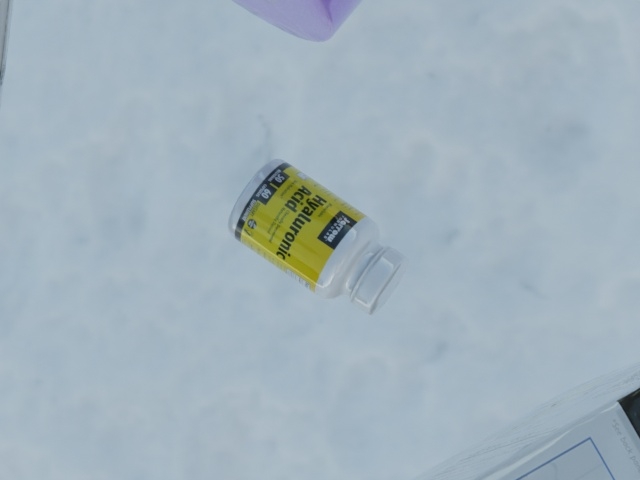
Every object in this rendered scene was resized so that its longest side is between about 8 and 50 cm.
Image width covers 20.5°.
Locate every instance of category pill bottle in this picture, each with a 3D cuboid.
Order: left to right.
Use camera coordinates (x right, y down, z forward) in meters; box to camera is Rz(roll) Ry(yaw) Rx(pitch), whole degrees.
[{"bbox_3d":[0.000,0.000,1.207,0.116,0.065,0.065,34,109,12],"label":"pill bottle"}]

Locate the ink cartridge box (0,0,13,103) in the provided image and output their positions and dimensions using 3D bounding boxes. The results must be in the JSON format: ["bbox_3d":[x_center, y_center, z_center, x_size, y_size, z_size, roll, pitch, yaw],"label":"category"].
[{"bbox_3d":[-0.344,-0.190,1.336,0.129,0.223,0.307,-97,17,-52],"label":"ink cartridge box"}]

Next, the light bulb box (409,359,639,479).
[{"bbox_3d":[0.183,0.261,1.395,0.225,0.361,0.358,62,154,5],"label":"light bulb box"}]

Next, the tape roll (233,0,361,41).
[{"bbox_3d":[-0.072,-0.247,1.111,0.275,0.275,0.090,35,84,37],"label":"tape roll"}]
